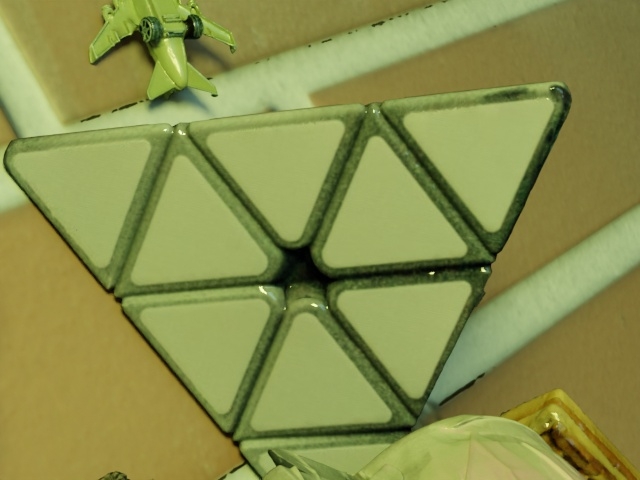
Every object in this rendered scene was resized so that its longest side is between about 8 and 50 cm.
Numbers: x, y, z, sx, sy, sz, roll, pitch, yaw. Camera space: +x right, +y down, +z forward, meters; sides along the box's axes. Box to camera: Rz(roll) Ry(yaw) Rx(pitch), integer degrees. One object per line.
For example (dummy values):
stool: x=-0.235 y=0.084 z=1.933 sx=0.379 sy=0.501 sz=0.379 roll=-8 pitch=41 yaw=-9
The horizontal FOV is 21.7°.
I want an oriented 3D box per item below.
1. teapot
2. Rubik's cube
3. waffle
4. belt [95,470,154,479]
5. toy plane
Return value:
teapot: x=0.087 y=0.176 z=0.867 sx=0.222 sy=0.163 sz=0.178 roll=56 pitch=-10 yaw=-33
Rubik's cube: x=0.000 y=-0.002 z=0.968 sx=0.228 sy=0.233 sz=0.229 roll=38 pitch=-19 yaw=34
waffle: x=0.155 y=0.166 z=1.062 sx=0.148 sy=0.102 sz=0.042 roll=45 pitch=36 yaw=-19
belt: x=-0.096 y=0.219 z=0.649 sx=0.094 sy=0.126 sz=0.359 roll=48 pitch=16 yaw=-17
toy plane: x=-0.100 y=-0.136 z=1.029 sx=0.102 sy=0.040 sz=0.111 roll=-8 pitch=73 yaw=-39
